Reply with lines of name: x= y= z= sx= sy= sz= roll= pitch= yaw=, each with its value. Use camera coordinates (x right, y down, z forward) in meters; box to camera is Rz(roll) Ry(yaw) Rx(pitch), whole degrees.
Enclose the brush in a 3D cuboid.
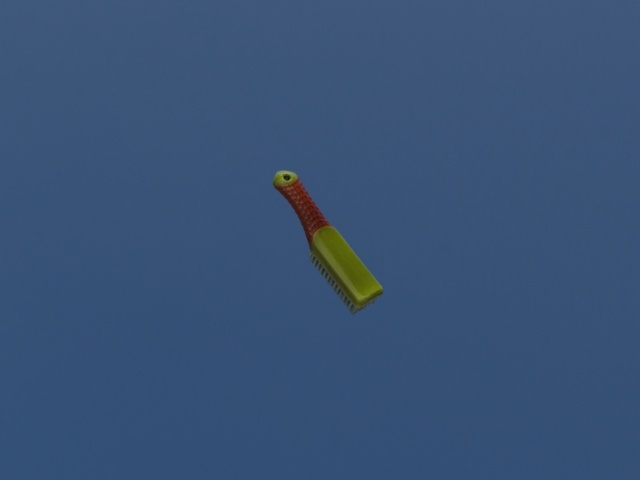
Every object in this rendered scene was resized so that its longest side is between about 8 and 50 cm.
brush: x=0.000 y=0.000 z=0.876 sx=0.083 sy=0.018 sz=0.021 roll=54 pitch=-30 yaw=11
